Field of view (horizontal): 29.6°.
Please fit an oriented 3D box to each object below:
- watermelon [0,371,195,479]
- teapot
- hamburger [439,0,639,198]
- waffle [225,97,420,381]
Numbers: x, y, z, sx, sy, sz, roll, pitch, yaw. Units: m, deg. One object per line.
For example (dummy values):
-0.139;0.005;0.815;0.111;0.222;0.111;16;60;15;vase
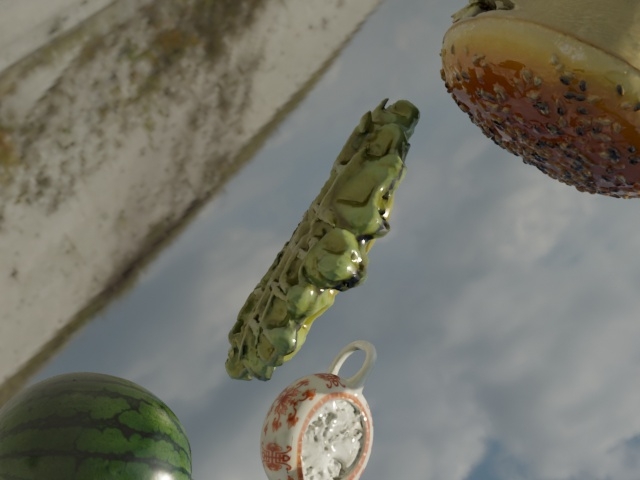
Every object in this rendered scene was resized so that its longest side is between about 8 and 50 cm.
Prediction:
-0.145;0.168;0.852;0.141;0.187;0.140;-164;-90;-72;watermelon
0.000;0.232;1.487;0.116;0.159;0.245;1;-113;60;teapot
0.259;-0.154;1.199;0.176;0.300;0.300;-57;-162;-4;hamburger
0.000;0.000;1.282;0.297;0.073;0.317;-48;-166;51;waffle
